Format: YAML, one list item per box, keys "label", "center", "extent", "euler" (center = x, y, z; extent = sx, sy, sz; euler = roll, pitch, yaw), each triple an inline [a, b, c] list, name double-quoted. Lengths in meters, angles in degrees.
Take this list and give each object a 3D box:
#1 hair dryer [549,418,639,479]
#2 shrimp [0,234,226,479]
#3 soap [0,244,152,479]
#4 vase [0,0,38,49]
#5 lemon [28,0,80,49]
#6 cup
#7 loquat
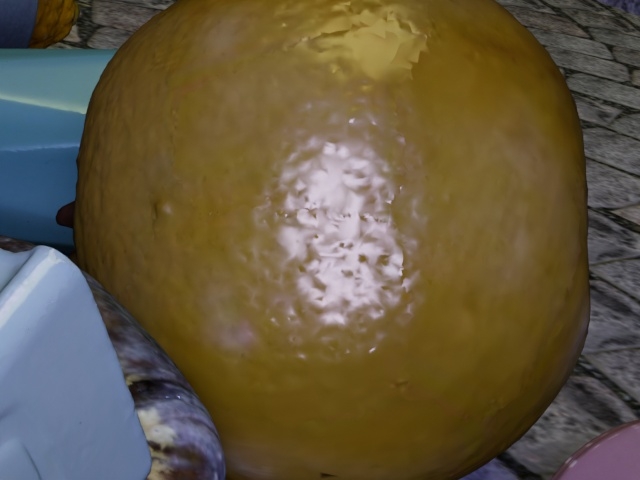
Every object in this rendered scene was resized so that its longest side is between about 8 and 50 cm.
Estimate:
- label: "hair dryer"
  center: [0.271, 0.187, 0.666]
  extent: [0.352, 0.125, 0.210]
  euler: [14, 15, -29]
- label: "shrimp"
  center: [-0.150, 0.061, 0.691]
  extent: [0.116, 0.145, 0.343]
  euler: [33, 6, -41]
- label: "soap"
  center: [-0.138, 0.101, 0.477]
  extent: [0.066, 0.119, 0.198]
  euler: [17, 53, 26]
- label: "vase"
  center: [-0.360, -0.182, 1.111]
  extent: [0.245, 0.245, 0.291]
  euler: [25, 16, 31]
- label: "lemon"
  center: [-0.288, -0.211, 1.338]
  extent: [0.187, 0.142, 0.142]
  euler: [8, 19, -29]
- label: "cup"
  center: [-0.183, -0.060, 0.993]
  extent: [0.235, 0.148, 0.134]
  euler: [6, 17, -7]
- label: "loquat"
  center: [0.000, 0.000, 0.779]
  extent: [0.275, 0.275, 0.275]
  euler: [12, 19, -4]
